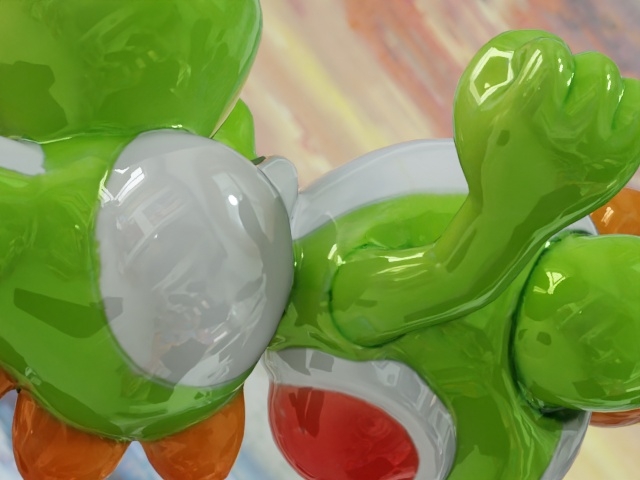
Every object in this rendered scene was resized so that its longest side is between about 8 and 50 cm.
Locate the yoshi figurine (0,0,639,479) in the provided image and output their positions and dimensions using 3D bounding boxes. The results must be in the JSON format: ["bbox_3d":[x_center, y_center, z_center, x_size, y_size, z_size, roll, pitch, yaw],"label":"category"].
[{"bbox_3d":[0.008,-0.027,0.560,0.204,0.362,0.203,-58,-145,35],"label":"yoshi figurine"}]
